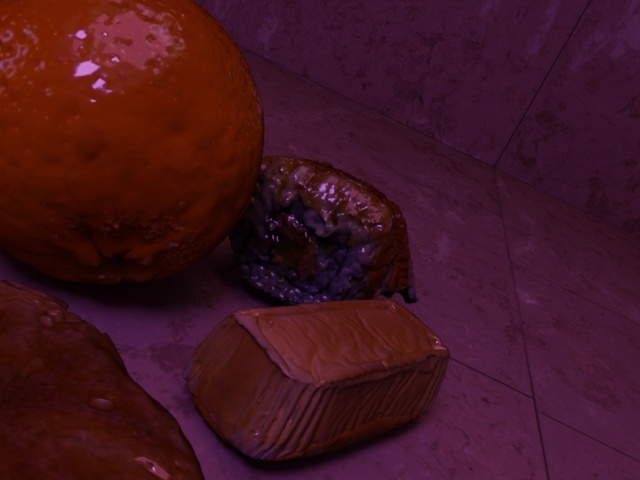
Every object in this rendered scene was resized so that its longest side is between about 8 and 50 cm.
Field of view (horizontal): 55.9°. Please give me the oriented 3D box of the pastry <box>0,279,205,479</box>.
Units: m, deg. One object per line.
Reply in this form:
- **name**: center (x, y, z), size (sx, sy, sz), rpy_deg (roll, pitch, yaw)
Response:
- **pastry**: center (-0.211, 0.155, 0.349), size (0.255, 0.162, 0.311), rpy_deg (0, 33, -45)

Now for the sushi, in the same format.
- **sushi**: center (0.000, 0.000, 0.791), size (0.274, 0.184, 0.139), rpy_deg (27, 15, 21)

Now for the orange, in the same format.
- **orange**: center (-0.224, -0.104, 0.649), size (0.340, 0.340, 0.293), rpy_deg (7, 58, -34)

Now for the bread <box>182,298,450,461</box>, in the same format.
- **bread**: center (0.012, 0.135, 0.642), size (0.288, 0.119, 0.152), rpy_deg (1, 33, -46)
